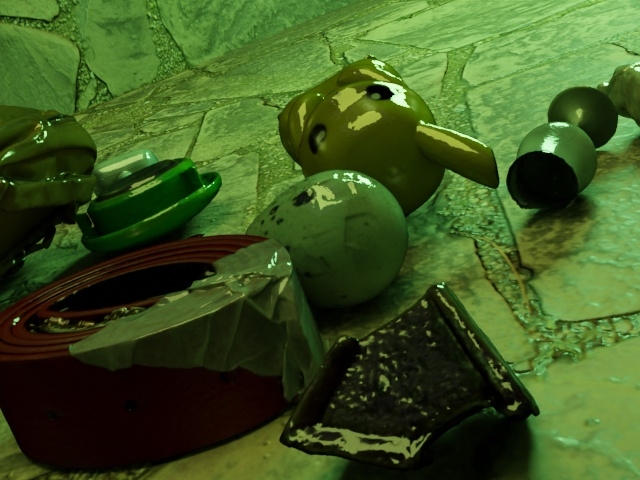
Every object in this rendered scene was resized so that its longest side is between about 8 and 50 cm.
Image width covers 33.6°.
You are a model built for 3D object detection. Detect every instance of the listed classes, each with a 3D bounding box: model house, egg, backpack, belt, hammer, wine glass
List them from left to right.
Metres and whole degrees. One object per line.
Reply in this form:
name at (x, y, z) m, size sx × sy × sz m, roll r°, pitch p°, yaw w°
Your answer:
backpack at (-0.468, -0.043, 1.416) m, size 0.353 × 0.201 × 0.378 m, roll -44°, pitch -4°, yaw 22°
hammer at (-0.310, -0.083, 1.679) m, size 0.116 × 0.069 × 0.194 m, roll -19°, pitch 23°, yaw 0°
belt at (-0.140, 0.086, 0.915) m, size 0.324 × 0.115 × 0.227 m, roll -10°, pitch 22°, yaw 27°
egg at (0.000, 0.000, 0.980) m, size 0.164 × 0.131 × 0.131 m, roll -9°, pitch 21°, yaw 21°
model house at (0.054, 0.107, 0.701) m, size 0.152 × 0.106 × 0.165 m, roll -31°, pitch -19°, yaw 5°
wine glass at (0.246, -0.093, 1.070) m, size 0.079 × 0.079 × 0.195 m, roll -10°, pitch 20°, yaw 31°

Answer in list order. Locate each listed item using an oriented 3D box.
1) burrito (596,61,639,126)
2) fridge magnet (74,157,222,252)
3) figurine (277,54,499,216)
burrito at (0.393, -0.122, 1.008) m, size 0.117 × 0.076 × 0.392 m, roll -16°, pitch 19°, yaw -7°
fridge magnet at (-0.232, -0.048, 1.441) m, size 0.208 × 0.088 × 0.208 m, roll -23°, pitch 14°, yaw 6°
figurine at (0.044, -0.092, 1.157) m, size 0.218 × 0.169 × 0.327 m, roll -35°, pitch 15°, yaw 5°
